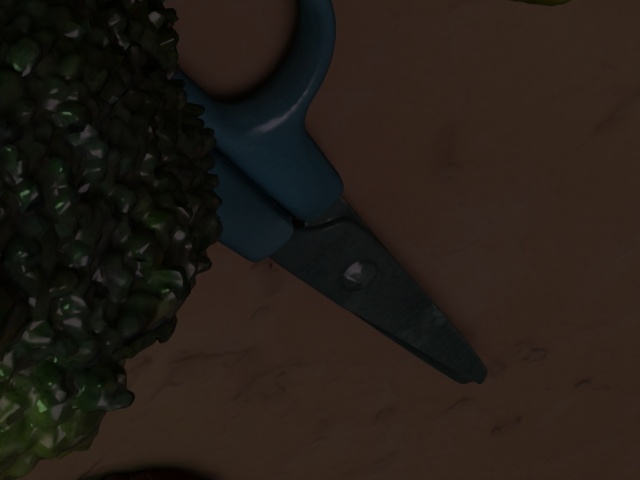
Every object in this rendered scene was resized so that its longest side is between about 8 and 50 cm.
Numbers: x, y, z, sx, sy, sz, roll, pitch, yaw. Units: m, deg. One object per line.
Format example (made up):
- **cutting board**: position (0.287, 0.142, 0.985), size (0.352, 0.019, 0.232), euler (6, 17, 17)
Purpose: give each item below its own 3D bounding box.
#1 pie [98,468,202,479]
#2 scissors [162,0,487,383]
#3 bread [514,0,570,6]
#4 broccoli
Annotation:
- **pie**: position (-0.135, 0.223, 0.918), size (0.182, 0.049, 0.182), euler (-20, 138, -19)
- **scissors**: position (0.000, 0.000, 0.799), size (0.192, 0.029, 0.447), euler (-40, 140, 7)
- **bread**: position (0.073, -0.172, 0.607), size (0.111, 0.129, 0.114), euler (21, 109, -30)
- **broccoli**: position (-0.158, -0.017, 0.486), size (0.288, 0.235, 0.260), euler (37, 84, -45)
